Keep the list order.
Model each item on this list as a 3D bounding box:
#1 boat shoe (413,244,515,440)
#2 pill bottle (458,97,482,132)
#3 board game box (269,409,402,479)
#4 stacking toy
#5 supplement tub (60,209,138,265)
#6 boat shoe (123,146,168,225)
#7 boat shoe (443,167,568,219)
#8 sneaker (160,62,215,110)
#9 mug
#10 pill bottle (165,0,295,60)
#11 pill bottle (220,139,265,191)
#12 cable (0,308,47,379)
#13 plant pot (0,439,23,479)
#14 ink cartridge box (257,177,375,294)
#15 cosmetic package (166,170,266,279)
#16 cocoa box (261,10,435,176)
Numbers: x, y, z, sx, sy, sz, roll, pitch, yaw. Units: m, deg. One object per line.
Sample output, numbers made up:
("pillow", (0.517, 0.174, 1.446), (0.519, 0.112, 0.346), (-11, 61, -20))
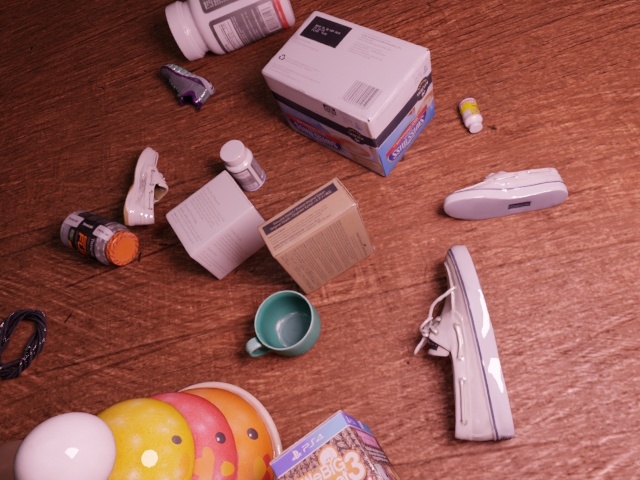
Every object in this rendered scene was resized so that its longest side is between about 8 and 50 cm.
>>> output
("boat shoe", (0.252, 0.192, 0.910), (0.156, 0.136, 0.368), (-12, 71, 15))
("pill bottle", (0.372, -0.307, 1.161), (0.043, 0.043, 0.084), (-14, 62, 10))
("board game box", (0.079, 0.454, 0.763), (0.141, 0.232, 0.291), (-36, 59, -2))
("stacking toy", (-0.290, 0.380, 0.771), (0.350, 0.480, 0.351), (-7, 63, 14))
("supplement tub", (-0.591, -0.004, 1.267), (0.190, 0.117, 0.117), (17, 71, 25))
("boat shoe", (-0.477, -0.148, 1.326), (0.096, 0.098, 0.277), (7, 53, -12))
("boat shoe", (0.396, -0.107, 1.035), (0.257, 0.095, 0.084), (-5, 58, 3))
("sneaker", (-0.440, -0.483, 1.482), (0.223, 0.083, 0.098), (26, 79, 26))
("mug", (-0.077, 0.186, 1.023), (0.157, 0.097, 0.130), (-7, 63, 15))
("pill bottle", (-0.279, -0.712, 1.470), (0.362, 0.210, 0.210), (-19, 60, 7))
("pill bottle", (-0.202, -0.194, 1.229), (0.078, 0.137, 0.078), (-7, 62, 14))
("cable", (-0.792, 0.266, 1.235), (0.150, 0.047, 0.185), (28, 75, 27))
("plant pot", (-0.621, 0.547, 0.951), (0.262, 0.263, 0.229), (-26, 41, 4))
("ink cartridge box", (0.000, 0.000, 1.012), (0.193, 0.235, 0.088), (-33, 60, -1))
("cosmetic package", (-0.241, -0.035, 1.154), (0.183, 0.151, 0.151), (-38, 59, -5))
("cocoa box", (0.076, -0.365, 1.175), (0.347, 0.228, 0.231), (33, 78, 28))
